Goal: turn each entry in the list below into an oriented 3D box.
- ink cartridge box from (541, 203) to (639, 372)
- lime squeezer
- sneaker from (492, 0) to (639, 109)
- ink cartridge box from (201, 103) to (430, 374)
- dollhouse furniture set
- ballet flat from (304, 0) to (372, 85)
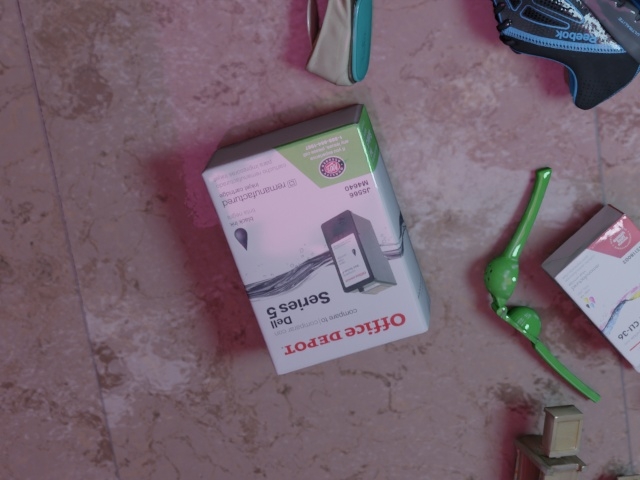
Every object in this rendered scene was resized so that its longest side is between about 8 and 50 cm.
[{"bbox_3d":[0.376,0.068,1.792,0.115,0.067,0.198,-43,106,3],"label":"ink cartridge box"},{"bbox_3d":[0.261,0.071,1.836,0.110,0.059,0.310,-21,106,-21],"label":"lime squeezer"},{"bbox_3d":[0.229,-0.287,1.679,0.341,0.125,0.140,39,111,-6],"label":"sneaker"},{"bbox_3d":[0.000,0.000,1.792,0.198,0.115,0.273,-17,105,10],"label":"ink cartridge box"},{"bbox_3d":[0.332,0.279,1.885,0.161,0.101,0.182,-2,109,-20],"label":"dollhouse furniture set"},{"bbox_3d":[0.027,-0.301,1.718,0.086,0.086,0.248,11,109,1],"label":"ballet flat"}]
